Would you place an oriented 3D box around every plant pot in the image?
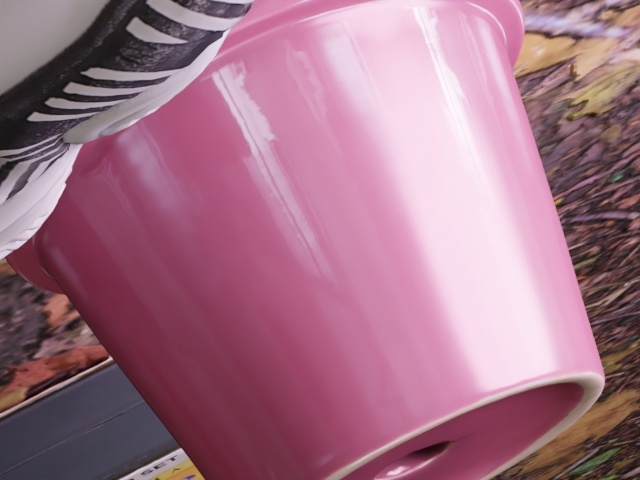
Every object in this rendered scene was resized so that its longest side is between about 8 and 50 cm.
[{"bbox_3d":[0.000,0.000,0.624,0.201,0.180,0.201,-24,160,-9],"label":"plant pot"}]

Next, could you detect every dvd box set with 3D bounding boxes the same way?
[{"bbox_3d":[-0.037,0.133,1.083,0.307,0.062,0.420,-27,161,0],"label":"dvd box set"}]

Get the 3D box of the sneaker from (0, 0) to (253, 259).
[{"bbox_3d":[-0.150,-0.051,0.369,0.210,0.137,0.366,-14,160,-37],"label":"sneaker"}]
